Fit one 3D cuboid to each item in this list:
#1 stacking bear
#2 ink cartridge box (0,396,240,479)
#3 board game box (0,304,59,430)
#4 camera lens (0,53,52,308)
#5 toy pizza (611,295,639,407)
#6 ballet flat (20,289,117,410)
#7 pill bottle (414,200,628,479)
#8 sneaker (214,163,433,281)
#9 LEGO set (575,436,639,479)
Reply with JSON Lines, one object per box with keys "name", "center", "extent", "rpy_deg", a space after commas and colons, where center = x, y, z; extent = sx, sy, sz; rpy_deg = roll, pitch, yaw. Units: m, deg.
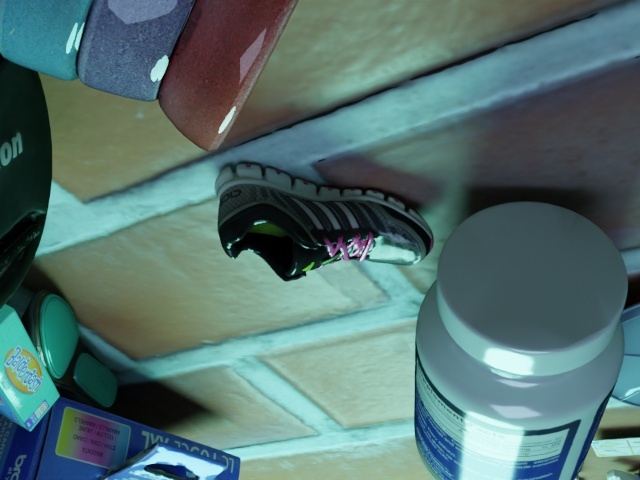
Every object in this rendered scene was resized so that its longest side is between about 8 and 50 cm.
{"name": "stacking bear", "center": [-0.141, -0.171, 0.356], "extent": [0.289, 0.164, 0.175], "rpy_deg": [26, 154, -11]}
{"name": "ink cartridge box", "center": [-0.283, 0.288, 0.943], "extent": [0.396, 0.151, 0.270], "rpy_deg": [-13, 148, 38]}
{"name": "board game box", "center": [-0.347, 0.074, 0.753], "extent": [0.210, 0.047, 0.160], "rpy_deg": [26, 147, 16]}
{"name": "camera lens", "center": [-0.319, -0.052, 0.495], "extent": [0.275, 0.219, 0.219], "rpy_deg": [3, 143, 8]}
{"name": "toy pizza", "center": [0.324, 0.090, 0.711], "extent": [0.201, 0.032, 0.201], "rpy_deg": [5, 143, 3]}
{"name": "ballet flat", "center": [-0.269, 0.117, 0.838], "extent": [0.074, 0.074, 0.203], "rpy_deg": [1, 145, 10]}
{"name": "pill bottle", "center": [0.151, 0.100, 0.657], "extent": [0.153, 0.153, 0.264], "rpy_deg": [3, 143, 8]}
{"name": "sneaker", "center": [0.000, 0.000, 0.619], "extent": [0.171, 0.074, 0.063], "rpy_deg": [15, 143, -8]}
{"name": "LEGO set", "center": [0.334, 0.276, 0.938], "extent": [0.244, 0.060, 0.182], "rpy_deg": [-10, 143, 23]}
